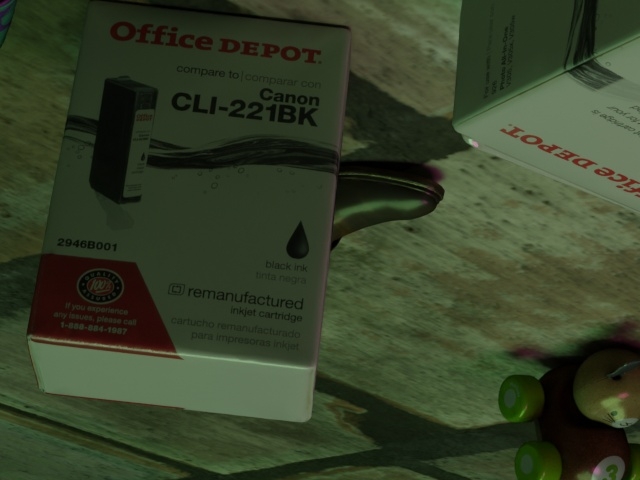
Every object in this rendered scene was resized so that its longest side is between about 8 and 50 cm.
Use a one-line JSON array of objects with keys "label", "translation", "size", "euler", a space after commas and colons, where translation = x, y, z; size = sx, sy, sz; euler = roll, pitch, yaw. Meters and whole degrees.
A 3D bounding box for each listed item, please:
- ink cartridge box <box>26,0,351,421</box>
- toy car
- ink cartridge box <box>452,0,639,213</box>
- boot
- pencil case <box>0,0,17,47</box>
[{"label": "ink cartridge box", "translation": [-0.088, -0.024, 1.228], "size": [0.197, 0.272, 0.114], "euler": [6, 154, 0]}, {"label": "toy car", "translation": [0.307, 0.174, 1.790], "size": [0.155, 0.149, 0.188], "euler": [5, 149, -31]}, {"label": "ink cartridge box", "translation": [0.252, -0.130, 1.076], "size": [0.211, 0.121, 0.289], "euler": [21, 153, -32]}, {"label": "boot", "translation": [0.000, 0.000, 1.473], "size": [0.219, 0.106, 0.082], "euler": [-4, 155, 24]}, {"label": "pencil case", "translation": [-0.258, -0.157, 1.218], "size": [0.070, 0.064, 0.152], "euler": [-6, 163, -23]}]
